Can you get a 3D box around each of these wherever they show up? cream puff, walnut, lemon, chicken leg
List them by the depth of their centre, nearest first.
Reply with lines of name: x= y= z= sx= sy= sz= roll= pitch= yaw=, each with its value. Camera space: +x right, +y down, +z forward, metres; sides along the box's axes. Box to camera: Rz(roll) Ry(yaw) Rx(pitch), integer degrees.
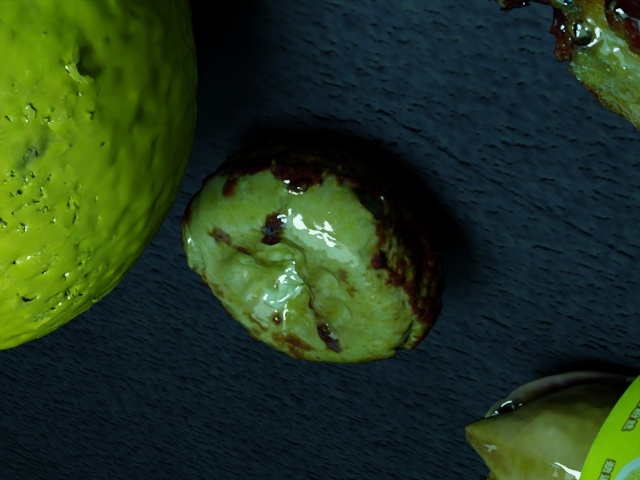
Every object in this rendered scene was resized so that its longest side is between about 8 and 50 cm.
chicken leg: x=0.161 y=-0.047 z=0.802 sx=0.106 sy=0.051 sz=0.253 roll=9 pitch=145 yaw=41
lemon: x=-0.184 y=-0.074 z=0.846 sx=0.258 sy=0.258 sz=0.310 roll=23 pitch=145 yaw=11
cream puff: x=0.000 y=0.000 z=0.968 sx=0.149 sy=0.084 sz=0.149 roll=18 pitch=144 yaw=14
walnut: x=0.190 y=0.150 z=0.997 sx=0.245 sy=0.137 sz=0.137 roll=31 pitch=149 yaw=-10

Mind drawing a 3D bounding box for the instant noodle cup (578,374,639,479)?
instant noodle cup: x=0.264 y=0.160 z=0.809 sx=0.221 sy=0.311 sz=0.311 roll=4 pitch=142 yaw=49
